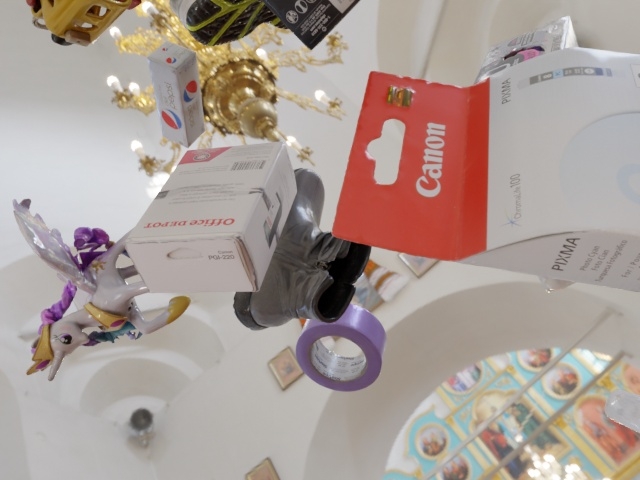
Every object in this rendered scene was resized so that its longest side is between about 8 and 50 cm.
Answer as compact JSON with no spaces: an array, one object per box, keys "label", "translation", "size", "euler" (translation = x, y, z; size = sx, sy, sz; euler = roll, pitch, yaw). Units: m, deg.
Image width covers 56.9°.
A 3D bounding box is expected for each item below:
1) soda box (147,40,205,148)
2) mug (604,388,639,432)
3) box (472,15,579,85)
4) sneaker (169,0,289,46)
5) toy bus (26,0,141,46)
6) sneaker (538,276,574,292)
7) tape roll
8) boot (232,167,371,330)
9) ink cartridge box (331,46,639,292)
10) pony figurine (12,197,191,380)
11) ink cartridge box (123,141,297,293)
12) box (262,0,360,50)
[{"label":"soda box","translation":[-0.299,-0.301,1.242],"size":[0.069,0.073,0.216],"euler":[-56,-16,-34]},{"label":"mug","translation":[0.590,0.297,0.818],"size":[0.328,0.373,0.276],"euler":[19,-89,-85]},{"label":"box","translation":[0.338,-0.223,0.935],"size":[0.142,0.247,0.163],"euler":[-15,-62,33]},{"label":"sneaker","translation":[-0.108,-0.477,1.087],"size":[0.384,0.147,0.145],"euler":[-26,-22,-39]},{"label":"toy bus","translation":[-0.385,-0.361,0.928],"size":[0.190,0.105,0.202],"euler":[-13,-11,-4]},{"label":"sneaker","translation":[0.462,0.027,1.040],"size":[0.232,0.115,0.091],"euler":[-18,-89,-44]},{"label":"tape roll","translation":[0.046,0.232,1.282],"size":[0.188,0.080,0.189],"euler":[8,-57,12]},{"label":"boot","translation":[0.000,0.000,0.996],"size":[0.222,0.338,0.118],"euler":[-16,-41,43]},{"label":"ink cartridge box","translation":[0.227,-0.107,0.654],"size":[0.384,0.308,0.091],"euler":[10,-39,5]},{"label":"pony figurine","translation":[-0.451,0.077,1.211],"size":[0.363,0.351,0.303],"euler":[-26,-34,-14]},{"label":"ink cartridge box","translation":[-0.134,-0.034,0.785],"size":[0.158,0.218,0.092],"euler":[-2,-53,16]},{"label":"box","translation":[0.021,-0.427,0.867],"size":[0.143,0.270,0.165],"euler":[42,-50,-17]}]
